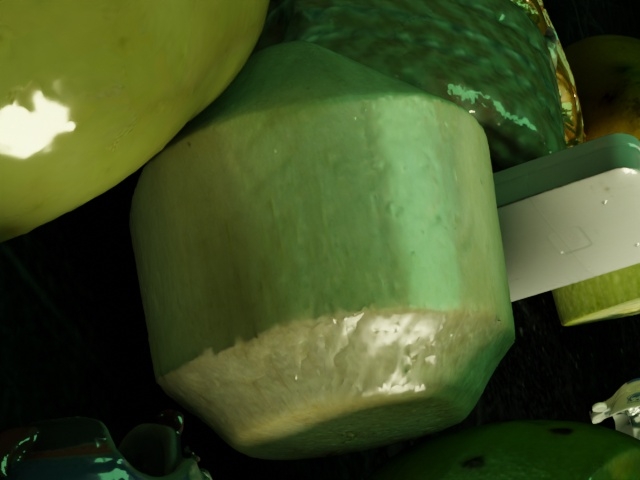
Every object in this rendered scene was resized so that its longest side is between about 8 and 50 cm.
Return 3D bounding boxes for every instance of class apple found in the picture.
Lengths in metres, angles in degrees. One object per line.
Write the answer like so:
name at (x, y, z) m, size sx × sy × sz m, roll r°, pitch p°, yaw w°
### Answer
apple at (-0.186, -0.194, 0.769) m, size 0.320 × 0.312 × 0.360 m, roll 12°, pitch -49°, yaw 64°

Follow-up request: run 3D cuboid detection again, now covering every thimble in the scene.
thimble at (0.053, -0.072, 1.059) m, size 0.229 × 0.196 × 0.148 m, roll 20°, pitch 43°, yaw -22°

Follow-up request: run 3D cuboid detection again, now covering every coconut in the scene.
coconut at (0.000, 0.000, 0.874) m, size 0.202 × 0.202 × 0.222 m, roll 23°, pitch 55°, yaw -59°

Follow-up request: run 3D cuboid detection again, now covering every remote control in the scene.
remote control at (0.096, 0.005, 1.006) m, size 0.103 × 0.250 × 0.034 m, roll 43°, pitch 37°, yaw -44°

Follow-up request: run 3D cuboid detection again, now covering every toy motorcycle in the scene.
toy motorcycle at (0.313, 0.218, 1.495) m, size 0.150 × 0.102 × 0.221 m, roll 56°, pitch 24°, yaw -55°

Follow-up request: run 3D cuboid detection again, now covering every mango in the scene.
mango at (0.298, -0.092, 1.554) m, size 0.317 × 0.173 × 0.211 m, roll -97°, pitch 168°, yaw -80°

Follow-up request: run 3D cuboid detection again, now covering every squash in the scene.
squash at (0.346, 0.029, 1.521) m, size 0.252 × 0.252 × 0.048 m, roll 6°, pitch 68°, yaw -64°

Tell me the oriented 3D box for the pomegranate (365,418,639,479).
pomegranate at (0.087, 0.237, 0.850) m, size 0.341 × 0.260 × 0.260 m, roll -28°, pitch 98°, yaw -37°

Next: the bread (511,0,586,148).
bread at (0.147, -0.144, 1.399) m, size 0.198 × 0.120 × 0.236 m, roll -27°, pitch 96°, yaw -65°

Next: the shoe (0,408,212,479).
shoe at (-0.079, 0.142, 0.709) m, size 0.227 × 0.099 × 0.125 m, roll 37°, pitch 42°, yaw -44°
